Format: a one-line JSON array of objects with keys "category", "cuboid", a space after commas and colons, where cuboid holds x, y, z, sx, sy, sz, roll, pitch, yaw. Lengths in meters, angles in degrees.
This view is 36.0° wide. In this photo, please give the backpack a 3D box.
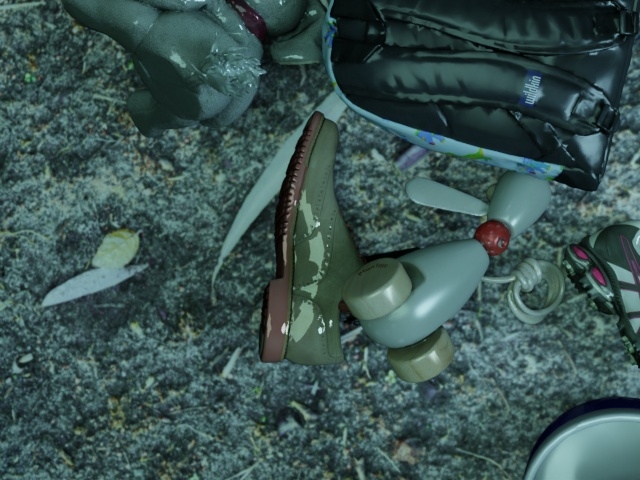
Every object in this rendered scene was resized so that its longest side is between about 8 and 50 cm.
[{"category": "backpack", "cuboid": [0.176, -0.231, 1.227, 0.355, 0.273, 0.290, 6, 99, -8]}]

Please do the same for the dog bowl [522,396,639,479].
[{"category": "dog bowl", "cuboid": [0.393, 0.340, 1.274, 0.264, 0.104, 0.265, 1, 95, 14]}]

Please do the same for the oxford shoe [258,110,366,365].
[{"category": "oxford shoe", "cuboid": [0.000, 0.000, 1.348, 0.130, 0.123, 0.348, 9, 87, -6]}]

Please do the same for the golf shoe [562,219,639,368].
[{"category": "golf shoe", "cuboid": [0.415, 0.093, 1.220, 0.120, 0.105, 0.273, -32, 66, 4]}]

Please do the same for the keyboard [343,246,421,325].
[{"category": "keyboard", "cuboid": [0.060, 0.075, 1.383, 0.192, 0.038, 0.100, -11, 69, 16]}]

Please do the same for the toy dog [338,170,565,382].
[{"category": "toy dog", "cuboid": [0.146, 0.032, 1.270, 0.161, 0.333, 0.220, 13, 120, 53]}]

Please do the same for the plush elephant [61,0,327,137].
[{"category": "plush elephant", "cuboid": [-0.132, -0.296, 1.301, 0.330, 0.255, 0.272, 14, 144, 44]}]
